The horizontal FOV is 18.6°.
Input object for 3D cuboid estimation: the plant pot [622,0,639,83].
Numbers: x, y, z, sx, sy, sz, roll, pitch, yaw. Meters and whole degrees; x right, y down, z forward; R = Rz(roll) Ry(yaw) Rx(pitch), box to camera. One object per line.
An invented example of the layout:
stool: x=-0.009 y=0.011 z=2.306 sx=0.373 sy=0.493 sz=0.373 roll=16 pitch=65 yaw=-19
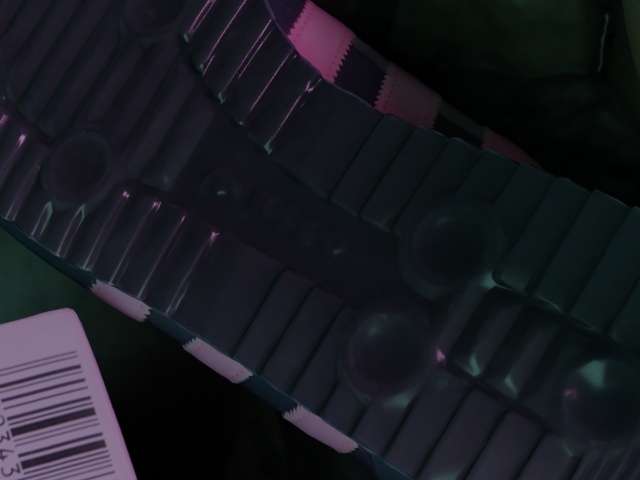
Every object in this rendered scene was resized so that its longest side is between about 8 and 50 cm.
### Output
plant pot: x=0.184 y=-0.060 z=0.417 sx=0.284 sy=0.191 sz=0.284 roll=9 pitch=113 yaw=22

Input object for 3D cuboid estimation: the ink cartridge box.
ink cartridge box: x=-0.069 y=0.160 z=0.577 sx=0.224 sy=0.045 sz=0.223 roll=122 pitch=130 yaw=-63

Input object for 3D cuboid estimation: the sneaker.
sneaker: x=0.000 y=0.000 z=0.570 sx=0.319 sy=0.131 sz=0.112 roll=39 pitch=88 yaw=31
